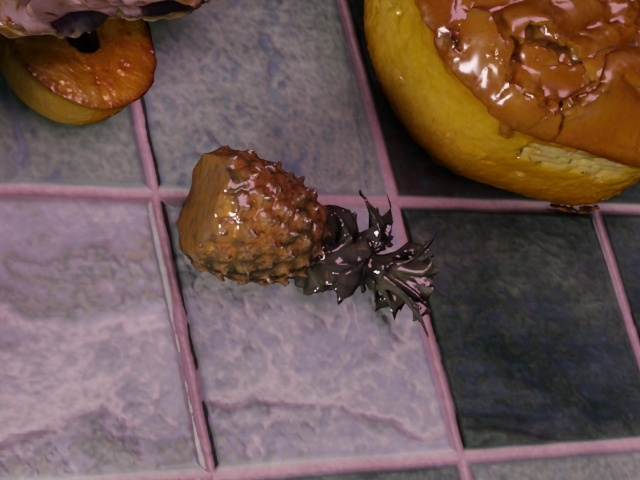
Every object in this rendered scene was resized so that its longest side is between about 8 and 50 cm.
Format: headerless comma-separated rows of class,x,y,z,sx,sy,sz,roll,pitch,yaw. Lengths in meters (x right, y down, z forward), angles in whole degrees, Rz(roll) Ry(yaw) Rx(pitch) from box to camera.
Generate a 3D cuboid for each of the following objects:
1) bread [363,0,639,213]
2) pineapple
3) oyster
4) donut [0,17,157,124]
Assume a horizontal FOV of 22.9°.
bread,0.221,-0.220,1.545,0.398,0.215,0.398,14,58,-25
pineapple,0.000,0.000,1.349,0.251,0.125,0.125,20,55,-30
oyster,-0.188,-0.211,1.270,0.345,0.078,0.129,-9,68,-58
donut,-0.211,-0.163,1.331,0.152,0.058,0.152,17,55,-26
